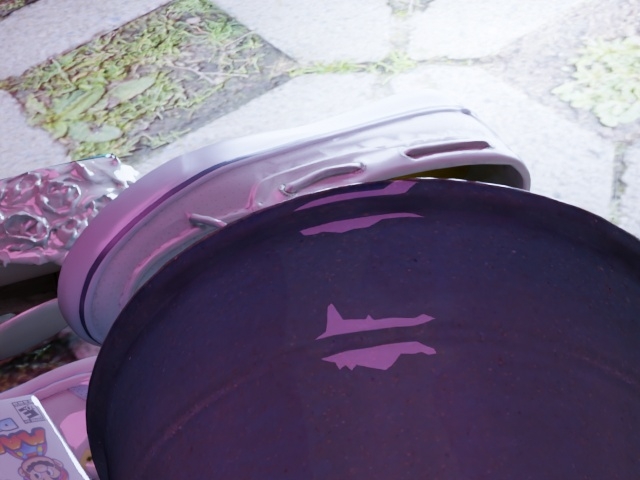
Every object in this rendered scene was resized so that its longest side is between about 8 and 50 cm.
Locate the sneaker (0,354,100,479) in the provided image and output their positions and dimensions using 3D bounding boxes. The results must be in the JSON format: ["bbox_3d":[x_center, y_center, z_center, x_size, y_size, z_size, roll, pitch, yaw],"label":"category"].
[{"bbox_3d":[-0.179,0.187,1.166,0.319,0.127,0.208,-15,36,4],"label":"sneaker"}]

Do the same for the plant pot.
[{"bbox_3d":[0.053,0.208,0.915,0.341,0.341,0.334,-9,43,4],"label":"plant pot"}]

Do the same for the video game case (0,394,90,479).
[{"bbox_3d":[-0.200,0.149,1.074,0.157,0.019,0.143,-8,42,-35],"label":"video game case"}]

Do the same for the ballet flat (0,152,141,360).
[{"bbox_3d":[-0.311,0.041,1.411,0.409,0.147,0.147,-15,35,-5],"label":"ballet flat"}]

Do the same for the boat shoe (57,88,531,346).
[{"bbox_3d":[0.001,0.007,1.377,0.367,0.136,0.156,-20,37,-29],"label":"boat shoe"}]
